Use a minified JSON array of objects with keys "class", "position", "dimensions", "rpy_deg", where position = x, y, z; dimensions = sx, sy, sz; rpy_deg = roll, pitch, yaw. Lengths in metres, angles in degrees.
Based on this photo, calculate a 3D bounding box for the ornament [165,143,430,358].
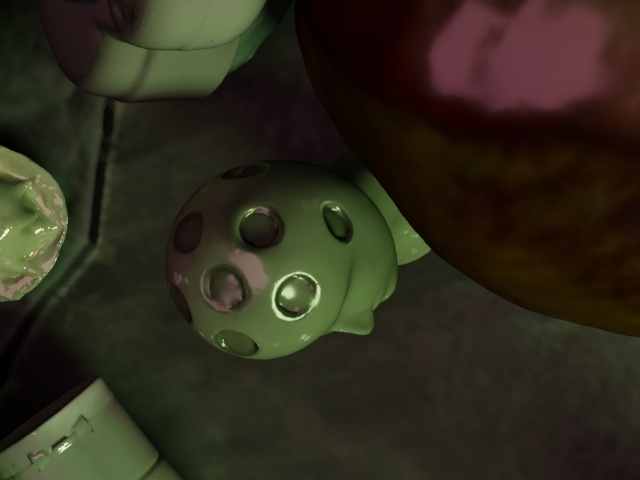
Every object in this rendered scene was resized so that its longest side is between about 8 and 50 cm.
[{"class":"ornament","position":[0.000,0.000,0.572],"dimensions":[0.075,0.156,0.081],"rpy_deg":[-41,85,26]}]

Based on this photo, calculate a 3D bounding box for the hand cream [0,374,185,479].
[{"class":"hand cream","position":[-0.039,0.207,0.703],"dimensions":[0.111,0.070,0.312],"rpy_deg":[-32,97,25]}]

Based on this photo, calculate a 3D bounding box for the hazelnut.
[{"class":"hazelnut","position":[0.113,-0.077,0.490],"dimensions":[0.229,0.229,0.229],"rpy_deg":[6,105,21]}]

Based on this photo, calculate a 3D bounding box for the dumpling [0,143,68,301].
[{"class":"dumpling","position":[-0.151,-0.012,0.698],"dimensions":[0.059,0.043,0.077],"rpy_deg":[-18,80,9]}]

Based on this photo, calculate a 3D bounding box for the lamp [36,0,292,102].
[{"class":"lamp","position":[-0.053,-0.139,0.543],"dimensions":[0.108,0.246,0.179],"rpy_deg":[-9,105,-14]}]
